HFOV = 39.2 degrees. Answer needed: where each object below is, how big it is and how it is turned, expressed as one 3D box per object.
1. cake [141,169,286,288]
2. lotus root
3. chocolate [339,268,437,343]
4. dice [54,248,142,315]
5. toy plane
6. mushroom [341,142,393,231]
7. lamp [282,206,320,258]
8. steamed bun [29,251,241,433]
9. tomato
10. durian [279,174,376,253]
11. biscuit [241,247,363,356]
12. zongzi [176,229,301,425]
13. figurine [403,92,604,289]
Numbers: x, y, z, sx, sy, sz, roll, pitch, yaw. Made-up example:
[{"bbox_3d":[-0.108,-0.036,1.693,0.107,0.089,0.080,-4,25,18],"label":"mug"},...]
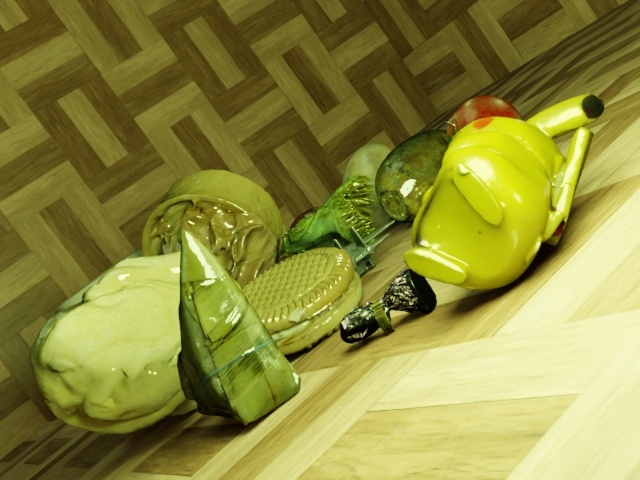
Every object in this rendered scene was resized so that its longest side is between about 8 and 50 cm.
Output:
[{"bbox_3d":[-0.254,0.046,2.000,0.332,0.332,0.321,-33,22,26],"label":"cake"},{"bbox_3d":[0.216,-0.142,1.886,0.160,0.152,0.275,-8,27,39],"label":"lotus root"},{"bbox_3d":[0.082,0.098,1.184,0.147,0.072,0.070,-42,43,26],"label":"chocolate"},{"bbox_3d":[-0.458,0.211,2.238,0.277,0.304,0.304,-39,6,-29],"label":"dice"},{"bbox_3d":[0.036,0.051,1.756,0.212,0.088,0.267,-37,-3,-21],"label":"toy plane"},{"bbox_3d":[0.141,-0.126,2.115,0.209,0.206,0.206,-11,-13,-41],"label":"mushroom"},{"bbox_3d":[0.004,0.001,2.114,0.135,0.156,0.157,59,134,48],"label":"lamp"},{"bbox_3d":[-0.307,0.191,1.606,0.372,0.324,0.230,-56,-22,-43],"label":"steamed bun"},{"bbox_3d":[0.328,-0.205,1.780,0.167,0.167,0.167,-36,5,4],"label":"tomato"},{"bbox_3d":[0.016,-0.051,1.845,0.198,0.163,0.394,-2,-8,-5],"label":"durian"},{"bbox_3d":[-0.046,0.103,1.510,0.259,0.079,0.259,-24,20,9],"label":"biscuit"},{"bbox_3d":[-0.164,0.126,1.299,0.125,0.274,0.250,-31,2,-27],"label":"zongzi"},{"bbox_3d":[0.224,-0.067,1.079,0.218,0.169,0.327,-60,-3,34],"label":"figurine"}]
